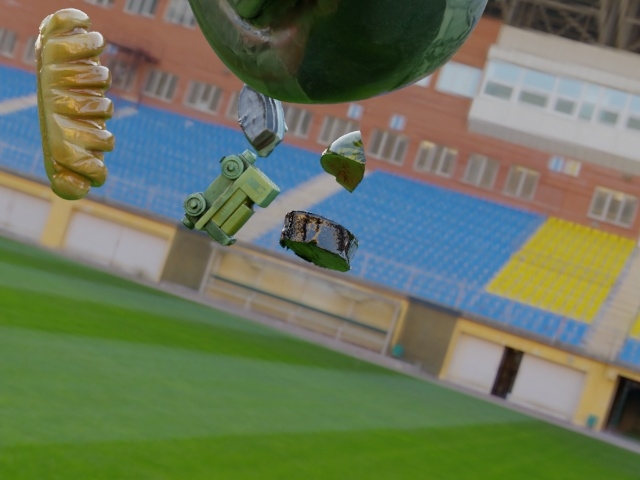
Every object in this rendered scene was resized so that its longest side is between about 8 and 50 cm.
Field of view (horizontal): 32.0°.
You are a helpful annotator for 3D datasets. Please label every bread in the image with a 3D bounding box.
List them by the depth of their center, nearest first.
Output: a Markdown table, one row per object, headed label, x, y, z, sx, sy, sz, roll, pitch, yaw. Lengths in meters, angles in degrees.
| label | x | y | z | sx | sy | sz | roll | pitch | yaw |
| --- | --- | --- | --- | --- | --- | --- | --- | --- | --- |
| bread | -0.410 | -0.223 | 1.870 | 0.121 | 0.311 | 0.173 | -5 | 4 | -21 |

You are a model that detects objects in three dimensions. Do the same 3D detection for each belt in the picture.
| label | x | y | z | sx | sy | sz | roll | pitch | yaw |
| --- | --- | --- | --- | --- | --- | --- | --- | --- | --- |
| belt | 0.000 | 0.000 | 1.699 | 0.105 | 0.058 | 0.140 | 6 | -20 | 39 |

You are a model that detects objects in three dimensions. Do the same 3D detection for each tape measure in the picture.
| label | x | y | z | sx | sy | sz | roll | pitch | yaw |
| --- | --- | --- | --- | --- | --- | --- | --- | --- | --- |
| tape measure | -0.004 | -0.232 | 0.785 | 0.147 | 0.275 | 0.256 | -17 | -10 | -34 |

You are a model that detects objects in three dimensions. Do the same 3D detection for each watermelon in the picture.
| label | x | y | z | sx | sy | sz | roll | pitch | yaw |
| --- | --- | --- | --- | --- | --- | --- | --- | --- | --- |
| watermelon | 0.034 | -0.142 | 1.942 | 0.069 | 0.087 | 0.163 | -6 | -16 | -9 |

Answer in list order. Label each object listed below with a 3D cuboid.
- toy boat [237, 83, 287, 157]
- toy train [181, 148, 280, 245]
| label | x | y | z | sx | sy | sz | roll | pitch | yaw |
| --- | --- | --- | --- | --- | --- | --- | --- | --- | --- |
| toy boat | -0.069 | -0.153 | 1.428 | 0.066 | 0.059 | 0.140 | 41 | 19 | -38 |
| toy train | -0.109 | -0.050 | 1.337 | 0.081 | 0.122 | 0.050 | 42 | 7 | 5 |
